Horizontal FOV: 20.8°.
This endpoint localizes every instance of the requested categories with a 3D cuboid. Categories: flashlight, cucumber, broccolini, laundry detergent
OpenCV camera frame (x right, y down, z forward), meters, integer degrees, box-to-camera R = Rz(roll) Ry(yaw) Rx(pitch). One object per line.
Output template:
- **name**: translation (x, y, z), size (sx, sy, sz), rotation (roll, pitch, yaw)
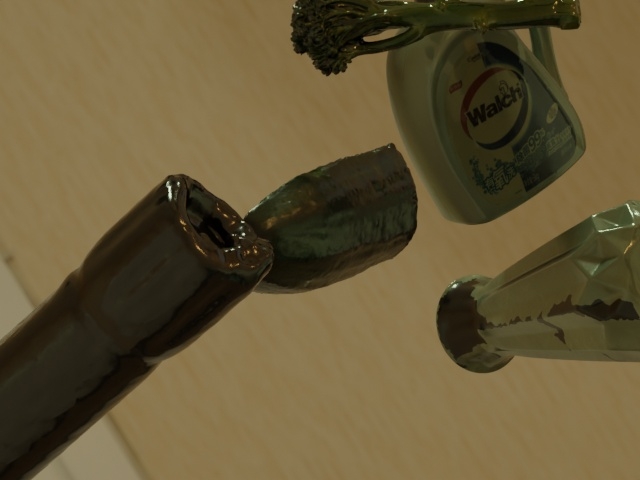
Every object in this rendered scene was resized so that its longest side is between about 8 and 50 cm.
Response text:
- **flashlight**: translation (-0.196, 0.116, 1.007), size (0.424, 0.103, 0.103), rotation (-41, -6, 17)
- **cucumber**: translation (0.000, 0.000, 1.288), size (0.115, 0.063, 0.244), rotation (-56, -16, 25)
- **broccolini**: translation (0.085, -0.157, 1.287), size (0.216, 0.067, 0.058), rotation (1, 28, 6)
- **laundry detergent**: translation (0.165, -0.179, 1.825), size (0.215, 0.281, 0.105), rotation (-33, 24, -27)

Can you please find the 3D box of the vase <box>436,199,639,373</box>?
- **vase**: translation (0.258, 0.065, 1.827), size (0.165, 0.165, 0.360), rotation (-31, 3, -28)
